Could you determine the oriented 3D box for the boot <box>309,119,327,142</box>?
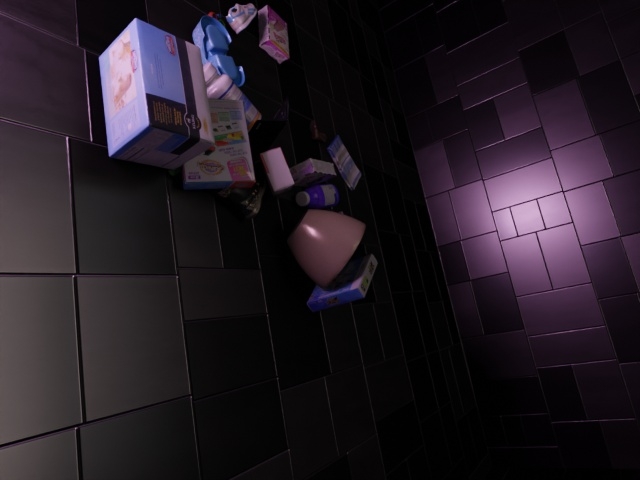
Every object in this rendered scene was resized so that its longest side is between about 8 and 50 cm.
[{"bbox_3d":[-0.008,-0.583,2.341,0.114,0.037,0.106,-3,90,-54],"label":"boot"}]

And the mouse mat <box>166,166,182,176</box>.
[{"bbox_3d":[-0.493,-0.315,1.500,0.152,0.007,0.189,61,33,-15],"label":"mouse mat"}]

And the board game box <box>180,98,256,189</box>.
[{"bbox_3d":[-0.370,-0.338,1.517,0.243,0.064,0.316,-4,78,-24],"label":"board game box"}]

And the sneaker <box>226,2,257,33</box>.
[{"bbox_3d":[-0.360,-1.042,1.998,0.092,0.088,0.228,45,38,-32],"label":"sneaker"}]

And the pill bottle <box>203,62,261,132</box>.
[{"bbox_3d":[-0.367,-0.531,1.666,0.272,0.153,0.152,46,40,-33],"label":"pill bottle"}]

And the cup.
[{"bbox_3d":[0.000,0.000,1.844,0.237,0.331,0.331,34,41,-7],"label":"cup"}]

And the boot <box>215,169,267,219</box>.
[{"bbox_3d":[-0.301,-0.217,1.670,0.179,0.085,0.236,38,44,-38],"label":"boot"}]

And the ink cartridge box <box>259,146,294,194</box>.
[{"bbox_3d":[-0.180,-0.276,1.771,0.218,0.092,0.158,-170,-121,-81],"label":"ink cartridge box"}]

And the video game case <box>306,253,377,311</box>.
[{"bbox_3d":[0.096,0.182,1.890,0.061,0.270,0.244,57,34,-18],"label":"video game case"}]

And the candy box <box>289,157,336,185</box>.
[{"bbox_3d":[-0.050,-0.309,2.018,0.196,0.165,0.070,-4,77,-57],"label":"candy box"}]

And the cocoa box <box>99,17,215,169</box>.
[{"bbox_3d":[-0.501,-0.428,1.328,0.228,0.232,0.346,4,71,-52],"label":"cocoa box"}]

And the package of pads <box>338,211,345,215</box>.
[{"bbox_3d":[0.109,-0.106,2.281,0.050,0.032,0.083,48,39,-37],"label":"package of pads"}]

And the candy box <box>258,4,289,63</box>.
[{"bbox_3d":[-0.235,-1.038,2.197,0.159,0.071,0.233,22,57,-51],"label":"candy box"}]

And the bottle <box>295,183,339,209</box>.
[{"bbox_3d":[-0.015,-0.208,2.088,0.283,0.092,0.118,-18,94,-58],"label":"bottle"}]

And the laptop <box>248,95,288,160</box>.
[{"bbox_3d":[-0.242,-0.450,1.751,0.137,0.234,0.264,22,45,-27],"label":"laptop"}]

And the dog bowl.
[{"bbox_3d":[-0.418,-0.753,1.773,0.166,0.074,0.296,-28,99,-57],"label":"dog bowl"}]

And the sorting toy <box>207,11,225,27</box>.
[{"bbox_3d":[-0.450,-0.934,1.857,0.102,0.042,0.061,29,66,-63],"label":"sorting toy"}]

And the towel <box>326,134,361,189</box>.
[{"bbox_3d":[0.143,-0.449,2.507,0.284,0.034,0.209,57,34,-21],"label":"towel"}]
